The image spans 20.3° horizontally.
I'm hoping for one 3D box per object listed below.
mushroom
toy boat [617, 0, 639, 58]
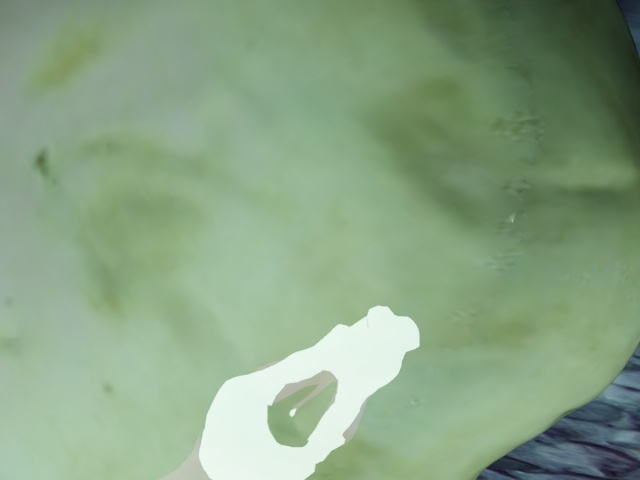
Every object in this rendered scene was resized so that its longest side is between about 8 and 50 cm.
[{"bbox_3d":[-0.008,-0.004,0.767,0.353,0.353,0.325,22,180,-29],"label":"mushroom"},{"bbox_3d":[0.134,-0.118,0.881,0.127,0.078,0.283,13,158,5],"label":"toy boat"}]
